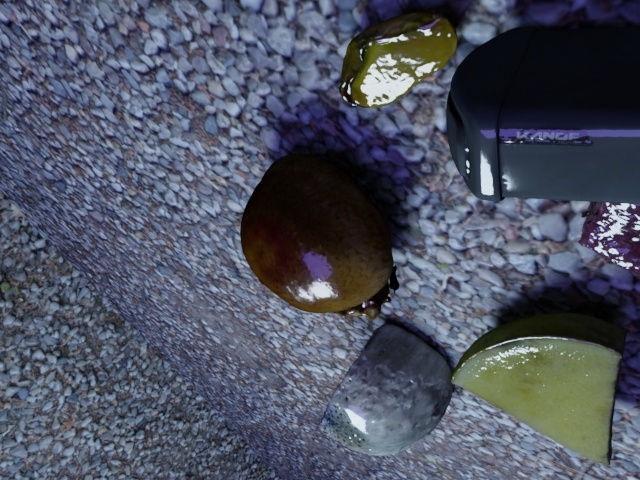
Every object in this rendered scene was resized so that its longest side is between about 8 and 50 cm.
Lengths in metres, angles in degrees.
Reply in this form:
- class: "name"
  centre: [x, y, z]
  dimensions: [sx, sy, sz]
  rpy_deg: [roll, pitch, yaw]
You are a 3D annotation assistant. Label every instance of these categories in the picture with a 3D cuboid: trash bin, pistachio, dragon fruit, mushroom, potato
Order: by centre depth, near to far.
- class: "trash bin"
  centre: [0.232, -0.113, 0.450]
  dimensions: [0.236, 0.177, 0.101]
  rpy_deg: [9, 137, 31]
- class: "pistachio"
  centre: [0.079, -0.212, 0.580]
  dimensions: [0.089, 0.049, 0.173]
  rpy_deg: [24, 152, -28]
- class: "potato"
  centre: [0.366, 0.182, 0.754]
  dimensions: [0.269, 0.112, 0.255]
  rpy_deg: [26, 142, 10]
- class: "mushroom"
  centre: [-0.001, 0.012, 0.799]
  dimensions: [0.283, 0.195, 0.263]
  rpy_deg: [41, 141, -7]
- class: "dragon fruit"
  centre: [0.140, 0.336, 1.055]
  dimensions: [0.204, 0.221, 0.283]
  rpy_deg: [33, 145, 16]

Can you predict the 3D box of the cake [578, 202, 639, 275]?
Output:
- class: "cake"
  centre: [0.391, 0.012, 0.518]
  dimensions: [0.295, 0.116, 0.113]
  rpy_deg: [36, 151, 5]
